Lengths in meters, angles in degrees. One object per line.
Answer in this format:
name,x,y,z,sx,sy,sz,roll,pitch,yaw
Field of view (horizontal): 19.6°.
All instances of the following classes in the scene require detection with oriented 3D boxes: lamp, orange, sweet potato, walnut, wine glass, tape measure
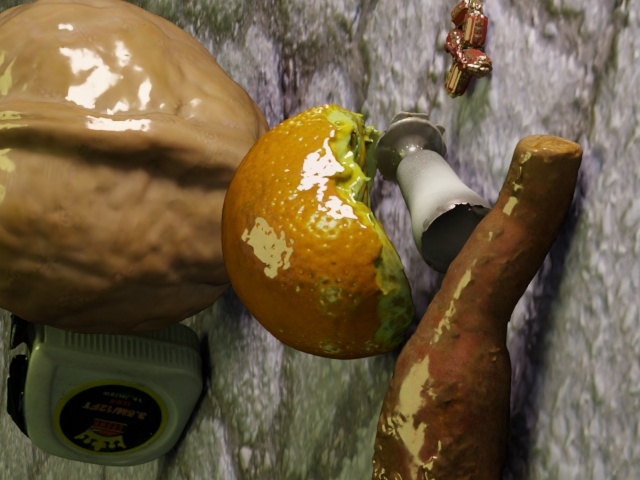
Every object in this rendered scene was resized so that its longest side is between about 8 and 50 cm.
lamp,0.123,-0.167,1.560,0.063,0.031,0.083,142,138,-59
orange,-0.006,-0.001,1.629,0.179,0.158,0.237,73,-172,-52
sweet potato,0.105,0.104,1.384,0.109,0.109,0.385,-156,78,-69
walnut,-0.231,-0.077,1.971,0.381,0.381,0.381,-170,90,-69
wine glass,0.093,-0.041,1.519,0.155,0.072,0.072,-114,39,-55
tape measure,-0.269,0.162,2.132,0.115,0.235,0.207,-97,27,-44
